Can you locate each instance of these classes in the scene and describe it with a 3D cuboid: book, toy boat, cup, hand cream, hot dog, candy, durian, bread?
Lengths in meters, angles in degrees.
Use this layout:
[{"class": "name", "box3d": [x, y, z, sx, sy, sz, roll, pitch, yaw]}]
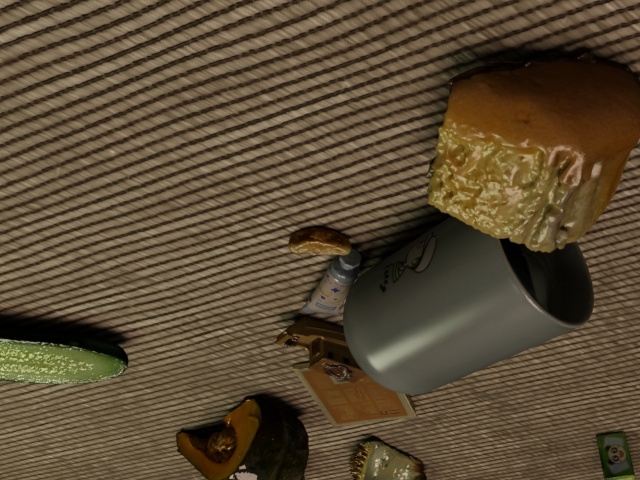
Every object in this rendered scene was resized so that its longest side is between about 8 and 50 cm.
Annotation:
[{"class": "book", "box3d": [0.068, 0.277, 1.603, 0.170, 0.018, 0.241, -10, 141, 14]}, {"class": "toy boat", "box3d": [0.017, 0.182, 1.428, 0.200, 0.077, 0.057, 23, 138, -27]}, {"class": "cup", "box3d": [0.186, 0.081, 1.194, 0.205, 0.205, 0.312, 28, 135, -32]}, {"class": "hand cream", "box3d": [0.021, 0.068, 1.309, 0.065, 0.043, 0.170, 10, 146, -12]}, {"class": "hot dog", "box3d": [0.000, 0.000, 1.228, 0.090, 0.030, 0.034, 2, 138, -3]}, {"class": "candy", "box3d": [0.619, 0.483, 1.814, 0.062, 0.097, 0.194, -12, 142, 16]}, {"class": "durian", "box3d": [0.135, 0.502, 1.837, 0.252, 0.144, 0.139, 34, 109, -30]}, {"class": "bread", "box3d": [0.261, -0.104, 0.994, 0.262, 0.162, 0.204, -8, 133, -14]}]

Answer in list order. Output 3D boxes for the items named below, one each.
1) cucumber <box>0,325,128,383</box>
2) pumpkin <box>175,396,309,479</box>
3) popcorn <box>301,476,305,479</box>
[{"class": "cucumber", "box3d": [-0.439, 0.184, 1.438, 0.244, 0.063, 0.115, 8, 133, -11]}, {"class": "pumpkin", "box3d": [-0.149, 0.385, 1.692, 0.139, 0.190, 0.280, 32, 175, -36]}, {"class": "popcorn", "box3d": [-0.097, 0.526, 1.829, 0.152, 0.148, 0.167, -34, 146, 6]}]
